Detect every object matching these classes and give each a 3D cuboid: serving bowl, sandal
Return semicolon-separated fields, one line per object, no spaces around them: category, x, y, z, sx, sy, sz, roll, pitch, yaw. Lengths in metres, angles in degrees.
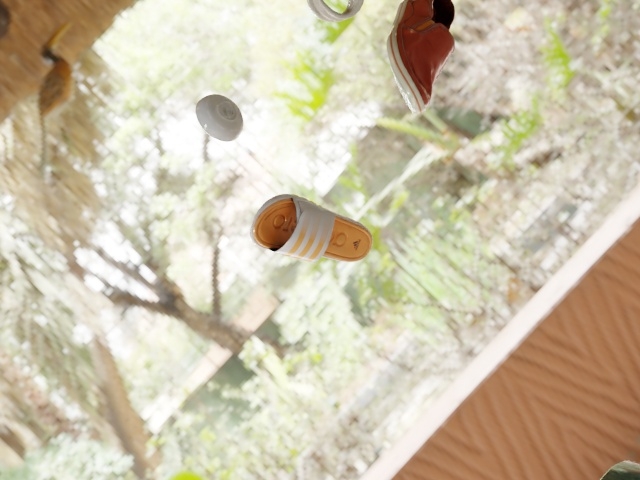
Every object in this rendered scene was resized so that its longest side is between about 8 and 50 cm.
serving bowl;-0.152;-0.195;1.752;0.027;0.083;0.083;-37;4;41
sandal;0.004;-0.010;1.914;0.265;0.076;0.102;12;-78;-38

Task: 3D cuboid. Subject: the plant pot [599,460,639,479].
plant pot;0.420;0.402;1.195;0.235;0.293;0.293;5;35;37

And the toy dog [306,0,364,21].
toy dog;-0.039;-0.489;1.647;0.220;0.334;0.161;-52;23;3

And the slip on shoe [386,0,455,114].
slip on shoe;0.188;-0.349;2.039;0.101;0.123;0.331;-15;35;23
